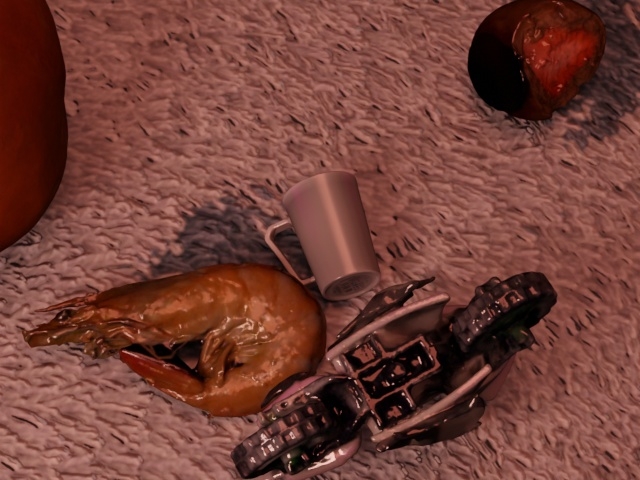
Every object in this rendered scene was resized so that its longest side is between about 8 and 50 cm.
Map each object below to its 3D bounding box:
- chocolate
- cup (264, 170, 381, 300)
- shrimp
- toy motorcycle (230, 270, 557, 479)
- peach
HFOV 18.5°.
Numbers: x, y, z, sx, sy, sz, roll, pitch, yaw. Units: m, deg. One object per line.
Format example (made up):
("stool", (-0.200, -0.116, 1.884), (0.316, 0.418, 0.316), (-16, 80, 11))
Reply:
("chocolate", (0.229, -0.191, 2.012), (0.133, 0.124, 0.127), (-11, 52, -31))
("cup", (0.000, 0.000, 1.913), (0.104, 0.074, 0.116), (-22, 66, 10))
("shrimp", (-0.132, 0.101, 1.845), (0.287, 0.063, 0.152), (-8, 72, -12))
("toy motorcycle", (0.070, 0.133, 1.793), (0.327, 0.188, 0.143), (-30, 77, -5))
("peach", (-0.382, -0.137, 1.809), (0.302, 0.343, 0.342), (6, 55, -32))
